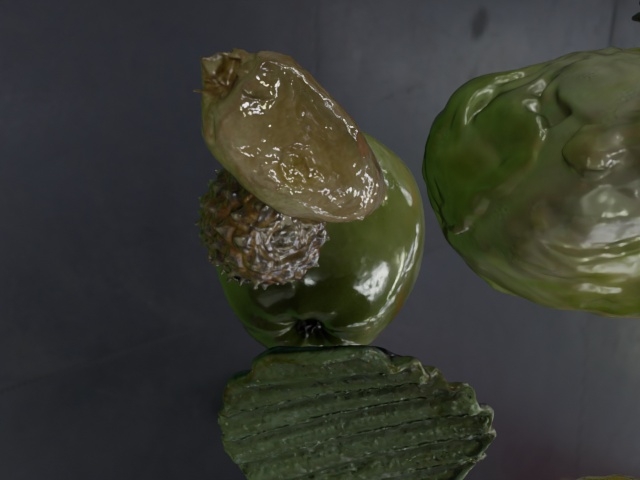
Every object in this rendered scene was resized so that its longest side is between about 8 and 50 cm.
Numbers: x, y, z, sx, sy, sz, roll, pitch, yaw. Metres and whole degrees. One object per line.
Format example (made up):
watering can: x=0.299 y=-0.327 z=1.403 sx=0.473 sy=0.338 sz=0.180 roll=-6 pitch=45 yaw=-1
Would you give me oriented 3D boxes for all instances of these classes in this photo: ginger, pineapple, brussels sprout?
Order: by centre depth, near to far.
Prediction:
brussels sprout: x=0.248 y=-0.057 z=1.075 sx=0.273 sy=0.316 sz=0.243 roll=14 pitch=78 yaw=-39
ginger: x=-0.030 y=-0.102 z=1.364 sx=0.138 sy=0.152 sz=0.267 roll=-47 pitch=123 yaw=2
pineapple: x=-0.079 y=-0.026 z=1.547 sx=0.166 sy=0.193 sz=0.166 roll=-9 pitch=111 yaw=-24

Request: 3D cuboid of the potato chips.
potato chips: x=0.030 y=0.267 z=1.786 sx=0.358 sy=0.429 sz=0.070 roll=50 pitch=37 yaw=-32

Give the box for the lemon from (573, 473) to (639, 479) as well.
lemon: x=0.330 y=0.430 z=1.467 sx=0.316 sy=0.285 sz=0.285 roll=-42 pitch=132 yaw=-55

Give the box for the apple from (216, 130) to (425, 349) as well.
apple: x=0.000 y=0.000 z=1.957 sx=0.357 sy=0.357 sz=0.357 roll=-18 pitch=115 yaw=-44

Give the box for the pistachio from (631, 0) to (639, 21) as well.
pistachio: x=0.593 y=-0.403 z=2.079 sx=0.131 sy=0.165 sz=0.210 roll=62 pitch=11 yaw=-15
